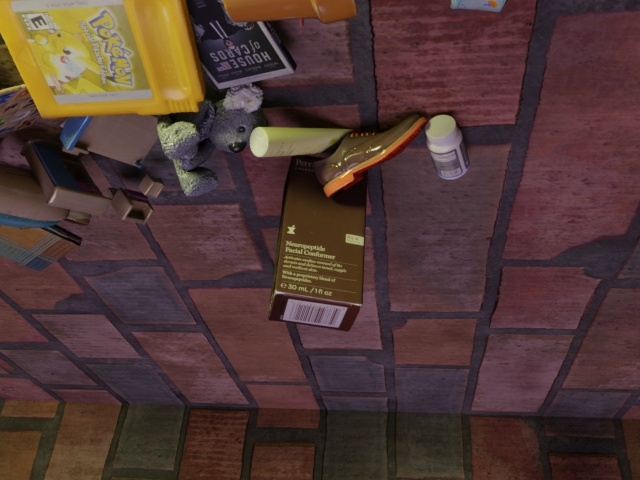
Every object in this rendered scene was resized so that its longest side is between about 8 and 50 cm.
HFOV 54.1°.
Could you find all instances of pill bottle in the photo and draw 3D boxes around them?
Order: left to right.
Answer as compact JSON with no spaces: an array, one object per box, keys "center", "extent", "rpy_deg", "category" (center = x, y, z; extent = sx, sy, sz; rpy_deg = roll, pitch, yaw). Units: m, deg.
[{"center":[0.274,-0.202,1.360],"extent":[0.078,0.078,0.137],"rpy_deg":[-8,144,19],"category":"pill bottle"}]

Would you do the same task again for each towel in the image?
[{"center":[-0.921,-0.032,1.813],"extent":[0.271,0.040,0.370],"rpy_deg":[-23,140,37],"category":"towel"}]

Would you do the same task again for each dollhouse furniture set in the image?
[{"center":[-0.476,-0.233,1.426],"extent":[0.303,0.198,0.286],"rpy_deg":[-52,146,18],"category":"dollhouse furniture set"}]

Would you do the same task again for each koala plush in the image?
[{"center":[-0.216,-0.240,1.314],"extent":[0.221,0.203,0.196],"rpy_deg":[-18,148,-4],"category":"koala plush"}]

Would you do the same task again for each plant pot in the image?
[{"center":[-0.059,-0.415,0.936],"extent":[0.188,0.205,0.205],"rpy_deg":[-13,144,7],"category":"plant pot"}]

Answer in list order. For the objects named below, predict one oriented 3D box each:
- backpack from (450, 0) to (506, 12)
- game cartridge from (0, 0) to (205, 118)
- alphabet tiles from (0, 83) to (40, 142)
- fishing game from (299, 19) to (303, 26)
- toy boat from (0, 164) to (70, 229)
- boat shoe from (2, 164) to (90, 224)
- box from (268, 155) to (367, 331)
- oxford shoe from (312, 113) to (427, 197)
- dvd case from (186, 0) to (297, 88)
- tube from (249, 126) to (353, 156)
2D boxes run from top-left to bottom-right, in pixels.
[{"center":[0.233,-0.432,0.916],"extent":[0.145,0.188,0.166],"rpy_deg":[5,147,-1],"category":"backpack"},{"center":[-0.384,-0.343,1.111],"extent":[0.324,0.052,0.285],"rpy_deg":[-1,139,4],"category":"game cartridge"},{"center":[-0.661,-0.228,1.239],"extent":[0.285,0.342,0.011],"rpy_deg":[-28,100,31],"category":"alphabet tiles"},{"center":[-0.160,-0.433,1.103],"extent":[0.264,0.041,0.189],"rpy_deg":[3,149,2],"category":"fishing game"},{"center":[-0.732,-0.110,1.438],"extent":[0.318,0.148,0.267],"rpy_deg":[34,-167,34],"category":"toy boat"},{"center":[-0.728,-0.124,1.618],"extent":[0.285,0.089,0.104],"rpy_deg":[22,169,-20],"category":"boat shoe"},{"center":[0.000,0.000,1.428],"extent":[0.191,0.381,0.143],"rpy_deg":[9,144,-7],"category":"box"},{"center":[0.102,-0.204,1.358],"extent":[0.271,0.098,0.097],"rpy_deg":[-33,175,15],"category":"oxford shoe"},{"center":[-0.173,-0.380,1.131],"extent":[0.179,0.029,0.238],"rpy_deg":[-4,145,28],"category":"dvd case"},{"center":[-0.038,-0.212,1.340],"extent":[0.240,0.062,0.070],"rpy_deg":[-10,-157,-44],"category":"tube"}]
